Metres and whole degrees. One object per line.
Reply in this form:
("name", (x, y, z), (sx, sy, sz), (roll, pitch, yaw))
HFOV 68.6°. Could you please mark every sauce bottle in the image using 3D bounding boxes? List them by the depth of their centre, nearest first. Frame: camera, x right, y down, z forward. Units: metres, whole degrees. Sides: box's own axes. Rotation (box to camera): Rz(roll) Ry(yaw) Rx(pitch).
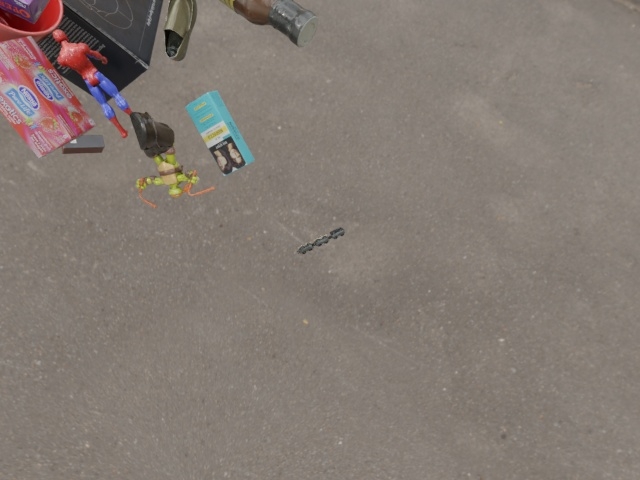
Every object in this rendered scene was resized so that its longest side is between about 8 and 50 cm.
("sauce bottle", (-0.155, -0.529, 0.977), (0.344, 0.111, 0.111), (37, 58, 7))

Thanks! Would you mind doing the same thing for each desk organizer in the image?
("desk organizer", (-0.817, -0.329, 1.611), (0.130, 0.050, 0.047), (-10, 80, -38))

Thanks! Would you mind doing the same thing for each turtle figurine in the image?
("turtle figurine", (-0.446, -0.218, 1.410), (0.269, 0.217, 0.087), (-3, 23, 21))

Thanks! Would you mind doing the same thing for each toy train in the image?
("toy train", (0.000, 0.000, 1.427), (0.158, 0.036, 0.027), (-25, 112, 2))

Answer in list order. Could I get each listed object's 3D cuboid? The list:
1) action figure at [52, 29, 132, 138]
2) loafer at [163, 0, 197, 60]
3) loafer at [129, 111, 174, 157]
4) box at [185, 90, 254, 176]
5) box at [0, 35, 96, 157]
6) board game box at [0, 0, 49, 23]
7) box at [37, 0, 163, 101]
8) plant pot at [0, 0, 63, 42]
("action figure", (-0.573, -0.414, 1.210), (0.091, 0.280, 0.139), (-30, 38, 1))
("loafer", (-0.482, -0.732, 1.602), (0.094, 0.251, 0.087), (13, 32, -8))
("loafer", (-0.371, -0.244, 1.055), (0.078, 0.220, 0.080), (-18, 96, -13))
("box", (-0.315, -0.334, 1.477), (0.244, 0.100, 0.060), (62, 27, -13))
("box", (-0.715, -0.357, 1.177), (0.257, 0.122, 0.128), (60, 19, -23))
("board game box", (-0.438, -0.501, 0.673), (0.208, 0.056, 0.347), (22, 69, -12))
("box", (-0.852, -0.849, 1.665), (0.471, 0.297, 0.480), (32, 45, -44))
("plant pot", (-0.895, -0.627, 1.287), (0.275, 0.243, 0.275), (27, 53, -43))
